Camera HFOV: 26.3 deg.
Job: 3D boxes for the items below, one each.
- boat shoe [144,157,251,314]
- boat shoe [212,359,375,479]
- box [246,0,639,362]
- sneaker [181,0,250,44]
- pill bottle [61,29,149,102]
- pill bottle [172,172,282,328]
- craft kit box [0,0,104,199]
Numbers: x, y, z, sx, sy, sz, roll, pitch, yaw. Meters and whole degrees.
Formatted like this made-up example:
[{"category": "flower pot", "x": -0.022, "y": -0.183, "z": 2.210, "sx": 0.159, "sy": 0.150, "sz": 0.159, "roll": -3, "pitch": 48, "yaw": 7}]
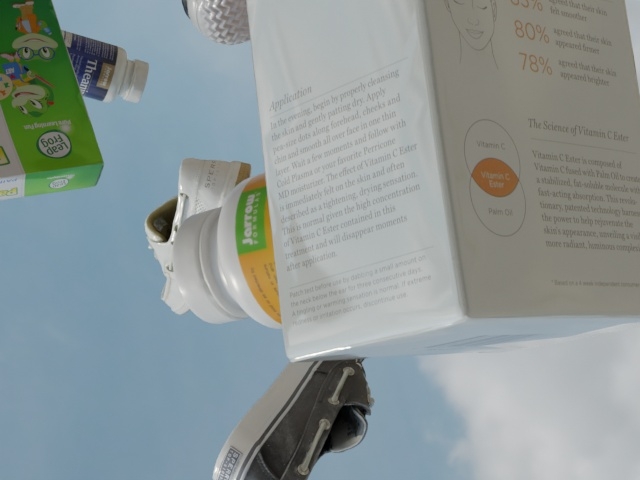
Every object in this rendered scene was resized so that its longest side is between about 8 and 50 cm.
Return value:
[{"category": "boat shoe", "x": -0.160, "y": -0.012, "z": 1.625, "sx": 0.096, "sy": 0.277, "sz": 0.098, "roll": 18, "pitch": -130, "yaw": -9}, {"category": "boat shoe", "x": 0.005, "y": 0.167, "z": 1.384, "sx": 0.102, "sy": 0.108, "sz": 0.301, "roll": 27, "pitch": -148, "yaw": 11}, {"category": "box", "x": 0.088, "y": -0.101, "z": 0.932, "sx": 0.215, "sy": 0.168, "sz": 0.345, "roll": 3, "pitch": -104, "yaw": -41}, {"category": "sneaker", "x": -0.028, "y": -0.338, "z": 1.144, "sx": 0.210, "sy": 0.137, "sz": 0.366, "roll": 40, "pitch": -110, "yaw": 18}, {"category": "pill bottle", "x": -0.261, "y": -0.197, "z": 1.571, "sx": 0.120, "sy": 0.067, "sz": 0.067, "roll": 14, "pitch": -147, "yaw": -18}, {"category": "pill bottle", "x": 0.000, "y": 0.000, "z": 1.158, "sx": 0.136, "sy": 0.246, "sz": 0.136, "roll": 29, "pitch": -126, "yaw": -50}, {"category": "craft kit box", "x": -0.370, "y": -0.152, "z": 1.368, "sx": 0.250, "sy": 0.061, "sz": 0.246, "roll": -11, "pitch": -110, "yaw": -26}]
